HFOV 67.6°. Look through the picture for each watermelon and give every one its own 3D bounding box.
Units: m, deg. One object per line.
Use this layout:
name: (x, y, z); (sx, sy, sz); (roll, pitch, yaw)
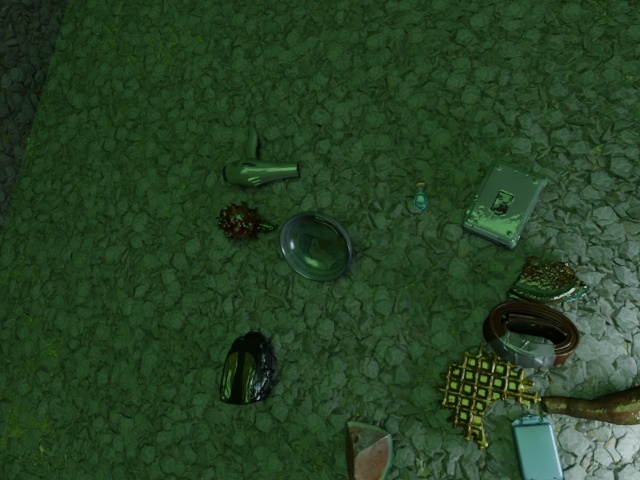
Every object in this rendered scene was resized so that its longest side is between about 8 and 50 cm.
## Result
watermelon: (0.163, 0.708, 1.558); (0.146, 0.128, 0.231); (-2, 91, -11)

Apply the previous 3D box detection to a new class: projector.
projector: (0.604, -0.122, 1.587); (0.192, 0.099, 0.256); (26, 87, 22)

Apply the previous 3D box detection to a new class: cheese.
cheese: (0.359, -0.161, 1.714); (0.047, 0.017, 0.111); (0, 78, 14)

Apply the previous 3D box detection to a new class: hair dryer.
hair dryer: (-0.209, -0.329, 1.896); (0.296, 0.119, 0.298); (17, 71, 14)

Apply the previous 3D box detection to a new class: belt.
belt: (0.638, 0.288, 1.461); (0.262, 0.105, 0.184); (10, 57, 9)

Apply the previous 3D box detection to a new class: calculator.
calculator: (0.651, 0.635, 1.443); (0.121, 0.039, 0.210); (-12, 76, 16)

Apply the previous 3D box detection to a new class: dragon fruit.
dragon fruit: (-0.282, -0.076, 1.846); (0.236, 0.135, 0.137); (-5, 77, -5)

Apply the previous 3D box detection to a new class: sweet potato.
sweet potato: (0.851, 0.483, 1.385); (0.385, 0.109, 0.109); (-14, 75, 19)

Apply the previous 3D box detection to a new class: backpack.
backpack: (-0.259, 0.456, 1.724); (0.206, 0.133, 0.258); (-4, 71, 25)

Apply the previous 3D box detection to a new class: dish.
dish: (0.000, 0.000, 1.729); (0.273, 0.134, 0.273); (12, 123, 20)

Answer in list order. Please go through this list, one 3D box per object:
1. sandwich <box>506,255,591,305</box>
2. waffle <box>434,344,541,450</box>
sandwich: (0.722, 0.134, 1.506); (0.235, 0.079, 0.159); (11, 82, 19)
waffle: (0.508, 0.475, 1.509); (0.293, 0.069, 0.259); (-40, 66, 5)
